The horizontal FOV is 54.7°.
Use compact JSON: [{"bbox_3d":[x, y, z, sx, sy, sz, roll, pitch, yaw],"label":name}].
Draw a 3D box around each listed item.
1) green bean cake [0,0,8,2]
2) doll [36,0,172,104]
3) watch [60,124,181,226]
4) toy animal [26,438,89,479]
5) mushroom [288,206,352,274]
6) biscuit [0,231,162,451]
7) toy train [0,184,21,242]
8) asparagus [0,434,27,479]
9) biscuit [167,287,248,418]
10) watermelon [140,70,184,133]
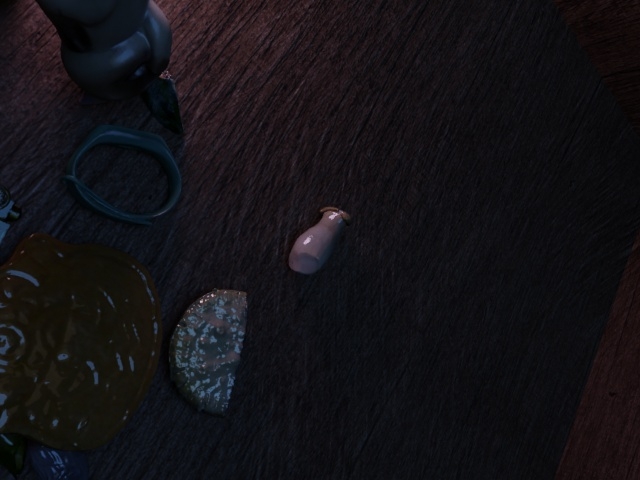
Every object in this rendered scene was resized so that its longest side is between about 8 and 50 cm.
[{"bbox_3d":[-0.641,-0.534,1.021,0.310,0.202,0.285,51,59,-23],"label":"green bean cake"},{"bbox_3d":[-0.386,-0.405,1.103,0.215,0.225,0.370,-59,158,-26],"label":"doll"},{"bbox_3d":[-0.401,-0.133,1.261,0.237,0.068,0.195,9,84,-39],"label":"watch"},{"bbox_3d":[-0.471,0.430,1.157,0.195,0.090,0.325,20,76,-40],"label":"toy animal"},{"bbox_3d":[-0.001,-0.001,1.522,0.088,0.097,0.212,47,62,-13],"label":"mushroom"},{"bbox_3d":[-0.455,0.180,1.137,0.365,0.062,0.386,26,59,-40],"label":"biscuit"},{"bbox_3d":[-0.642,-0.062,1.063,0.225,0.090,0.137,30,74,-31],"label":"toy train"},{"bbox_3d":[-0.599,0.299,1.083,0.080,0.080,0.287,-47,113,-28],"label":"asparagus"},{"bbox_3d":[-0.245,0.242,1.337,0.179,0.084,0.282,11,82,-36],"label":"biscuit"},{"bbox_3d":[-0.324,-0.301,1.320,0.080,0.101,0.155,-24,111,-46],"label":"watermelon"}]
